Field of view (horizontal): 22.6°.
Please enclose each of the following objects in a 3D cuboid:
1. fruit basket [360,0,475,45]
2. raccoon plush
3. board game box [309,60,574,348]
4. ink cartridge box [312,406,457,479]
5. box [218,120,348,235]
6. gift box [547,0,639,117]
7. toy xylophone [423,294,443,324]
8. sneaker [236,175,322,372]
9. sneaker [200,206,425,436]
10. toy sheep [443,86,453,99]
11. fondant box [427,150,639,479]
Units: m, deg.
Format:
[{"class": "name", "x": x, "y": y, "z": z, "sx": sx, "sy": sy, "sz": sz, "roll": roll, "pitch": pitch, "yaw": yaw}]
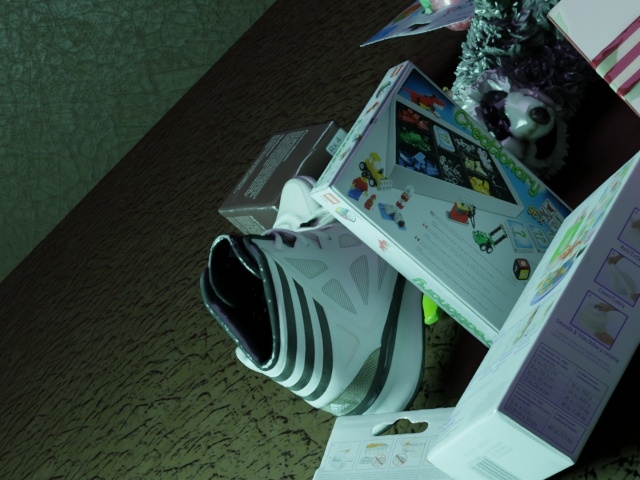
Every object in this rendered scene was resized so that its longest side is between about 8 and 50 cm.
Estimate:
[{"class": "fruit basket", "x": 0.252, "y": -0.428, "z": 2.489, "sx": 0.353, "sy": 0.165, "sz": 0.327, "roll": -35, "pitch": 15, "yaw": -22}, {"class": "raccoon plush", "x": 0.255, "y": -0.163, "z": 2.167, "sx": 0.446, "sy": 0.216, "sz": 0.299, "roll": 71, "pitch": -137, "yaw": -80}, {"class": "board game box", "x": 0.154, "y": -0.035, "z": 1.848, "sx": 0.193, "sy": 0.305, "sz": 0.053, "roll": -57, "pitch": 19, "yaw": -24}, {"class": "ink cartridge box", "x": 0.072, "y": 0.282, "z": 1.723, "sx": 0.181, "sy": 0.056, "sz": 0.224, "roll": -8, "pitch": 37, "yaw": 28}, {"class": "box", "x": -0.013, "y": -0.059, "z": 2.421, "sx": 0.168, "sy": 0.167, "sz": 0.203, "roll": -54, "pitch": 21, "yaw": -17}, {"class": "gift box", "x": 0.430, "y": -0.220, "z": 1.652, "sx": 0.258, "sy": 0.276, "sz": 0.255, "roll": -45, "pitch": 60, "yaw": 16}, {"class": "toy xylophone", "x": 0.097, "y": 0.074, "z": 2.078, "sx": 0.323, "sy": 0.081, "sz": 0.236, "roll": -11, "pitch": 52, "yaw": 56}, {"class": "sneaker", "x": -0.049, "y": 0.047, "z": 2.214, "sx": 0.110, "sy": 0.118, "sz": 0.292, "roll": -19, "pitch": 63, "yaw": 59}, {"class": "sneaker", "x": 0.001, "y": 0.000, "z": 1.940, "sx": 0.169, "sy": 0.257, "sz": 0.447, "roll": -38, "pitch": 33, "yaw": 35}, {"class": "toy sheep", "x": 0.172, "y": -0.168, "z": 2.367, "sx": 0.132, "sy": 0.091, "sz": 0.091, "roll": -52, "pitch": 20, "yaw": 6}, {"class": "fondant box", "x": 0.252, "y": 0.088, "z": 1.621, "sx": 0.330, "sy": 0.096, "sz": 0.238, "roll": -58, "pitch": 1, "yaw": -22}]
